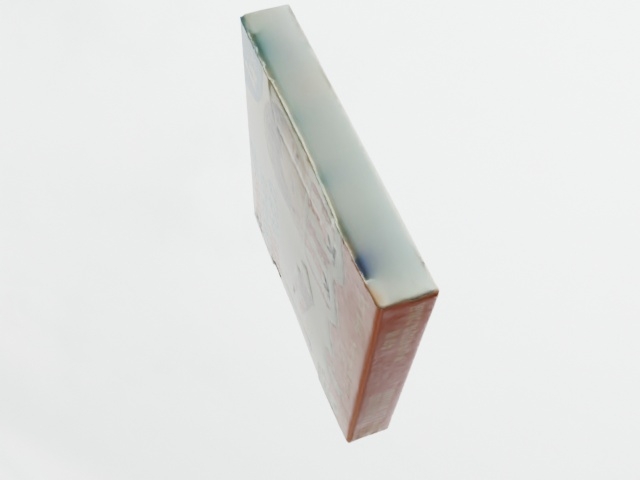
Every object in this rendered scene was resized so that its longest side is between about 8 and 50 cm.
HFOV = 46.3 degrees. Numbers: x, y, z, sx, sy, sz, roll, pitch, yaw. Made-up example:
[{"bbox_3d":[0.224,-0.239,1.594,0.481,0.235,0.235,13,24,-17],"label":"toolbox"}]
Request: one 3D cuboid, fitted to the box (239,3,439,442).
[{"bbox_3d":[0.000,0.000,0.610,0.273,0.048,0.265,92,-23,-58],"label":"box"}]
